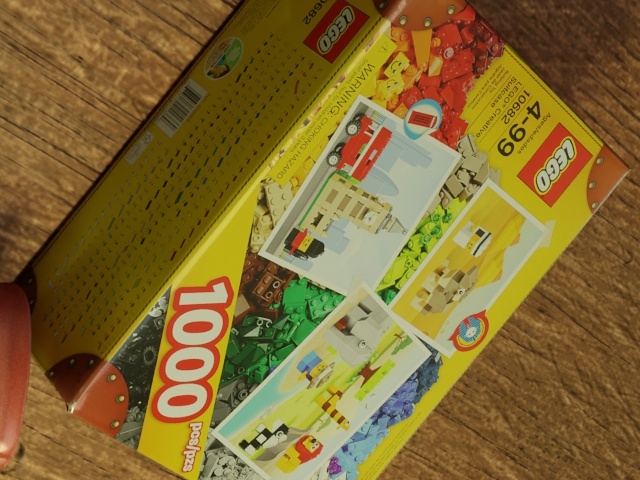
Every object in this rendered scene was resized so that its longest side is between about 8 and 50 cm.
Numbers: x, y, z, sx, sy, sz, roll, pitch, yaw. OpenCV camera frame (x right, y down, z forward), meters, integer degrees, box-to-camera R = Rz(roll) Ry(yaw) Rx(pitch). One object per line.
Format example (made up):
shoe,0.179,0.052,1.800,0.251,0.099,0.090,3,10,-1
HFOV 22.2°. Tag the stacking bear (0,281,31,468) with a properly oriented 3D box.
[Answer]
stacking bear,-0.410,0.088,1.394,0.289,0.175,0.164,13,85,-28

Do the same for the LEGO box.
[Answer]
LEGO box,0.000,0.000,1.582,0.500,0.193,0.372,-51,131,2
